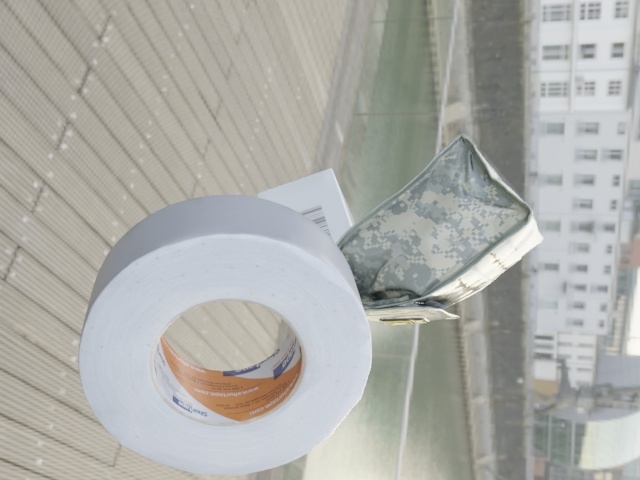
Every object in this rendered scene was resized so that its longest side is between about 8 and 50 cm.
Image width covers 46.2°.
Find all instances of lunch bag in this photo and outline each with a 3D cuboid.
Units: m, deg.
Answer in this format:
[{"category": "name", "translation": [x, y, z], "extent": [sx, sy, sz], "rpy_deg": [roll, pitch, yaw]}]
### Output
[{"category": "lunch bag", "translation": [0.149, 0.023, 1.040], "extent": [0.169, 0.287, 0.235], "rpy_deg": [54, 10, 19]}]

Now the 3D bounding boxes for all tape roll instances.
[{"category": "tape roll", "translation": [-0.073, 0.077, 0.587], "extent": [0.072, 0.219, 0.219], "rpy_deg": [-105, -173, -63]}]

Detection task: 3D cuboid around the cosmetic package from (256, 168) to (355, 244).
[{"category": "cosmetic package", "translation": [0.000, 0.000, 1.501], "extent": [0.365, 0.155, 0.197], "rpy_deg": [57, 15, -80]}]
